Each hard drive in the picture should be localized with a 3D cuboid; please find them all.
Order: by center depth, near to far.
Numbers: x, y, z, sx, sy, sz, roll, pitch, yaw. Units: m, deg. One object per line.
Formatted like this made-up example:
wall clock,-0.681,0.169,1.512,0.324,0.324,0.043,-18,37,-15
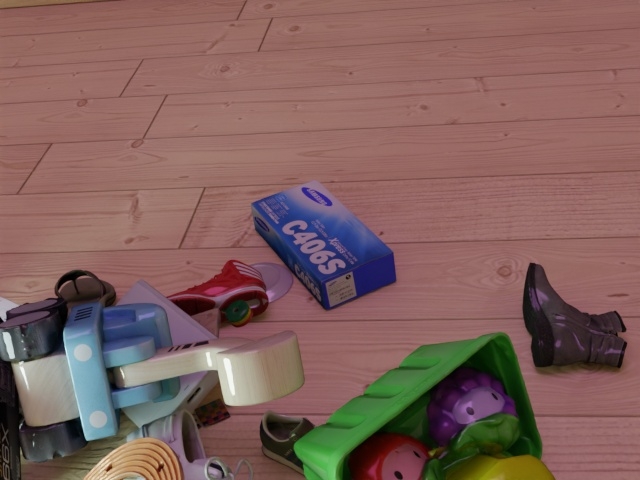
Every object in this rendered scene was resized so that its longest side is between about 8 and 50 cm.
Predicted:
hard drive,-0.305,0.210,1.819,0.203,0.040,0.307,-49,45,-11

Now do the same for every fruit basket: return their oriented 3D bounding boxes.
fruit basket,0.201,0.333,1.433,0.392,0.283,0.392,-18,20,7

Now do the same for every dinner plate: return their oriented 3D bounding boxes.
dinner plate,-0.126,0.083,2.056,0.141,0.017,0.141,-7,36,5

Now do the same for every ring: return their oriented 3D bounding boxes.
ring,-0.301,0.438,1.431,0.336,0.032,0.336,-34,34,27

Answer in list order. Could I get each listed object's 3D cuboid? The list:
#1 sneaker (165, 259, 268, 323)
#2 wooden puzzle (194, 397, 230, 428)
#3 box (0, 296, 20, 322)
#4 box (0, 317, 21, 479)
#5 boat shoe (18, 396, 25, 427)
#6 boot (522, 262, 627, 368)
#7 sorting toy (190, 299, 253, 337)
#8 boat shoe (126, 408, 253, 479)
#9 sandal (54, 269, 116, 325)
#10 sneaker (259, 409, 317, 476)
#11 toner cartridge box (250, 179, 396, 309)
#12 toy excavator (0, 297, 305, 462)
sneaker,-0.214,0.107,1.988,0.221,0.087,0.128,-5,31,-4
wooden puzzle,-0.189,0.301,1.763,0.083,0.006,0.049,-21,36,-17
box,-0.583,0.192,1.908,0.203,0.114,0.103,18,50,33
box,-0.554,0.250,1.618,0.076,0.242,0.307,-11,60,-2
boat shoe,-0.550,0.293,1.782,0.267,0.096,0.088,-23,41,-17
boot,0.451,0.138,1.806,0.161,0.083,0.246,0,41,1
sorting toy,-0.247,0.206,1.855,0.274,0.046,0.132,-18,42,18
boat shoe,-0.177,0.378,1.531,0.156,0.136,0.367,-32,31,-4
sandal,-0.468,0.101,1.984,0.120,0.086,0.303,-17,9,-10
sneaker,-0.020,0.327,1.617,0.192,0.086,0.064,14,41,29
toner cartridge box,0.000,0.000,2.093,0.165,0.075,0.348,-21,36,-19
toy excavator,-0.274,0.191,1.607,0.445,0.222,0.433,-13,8,-9
